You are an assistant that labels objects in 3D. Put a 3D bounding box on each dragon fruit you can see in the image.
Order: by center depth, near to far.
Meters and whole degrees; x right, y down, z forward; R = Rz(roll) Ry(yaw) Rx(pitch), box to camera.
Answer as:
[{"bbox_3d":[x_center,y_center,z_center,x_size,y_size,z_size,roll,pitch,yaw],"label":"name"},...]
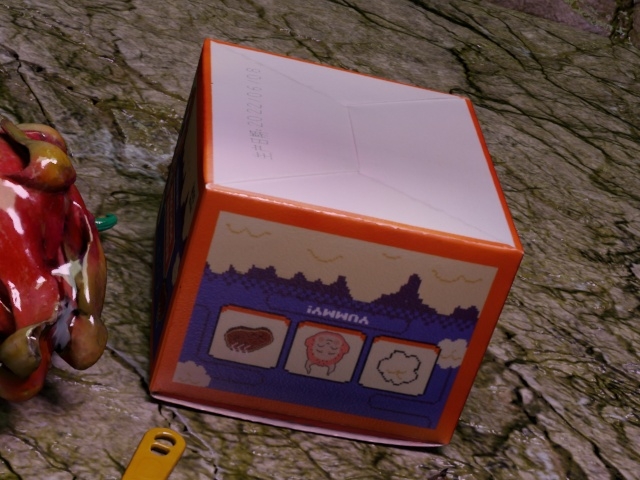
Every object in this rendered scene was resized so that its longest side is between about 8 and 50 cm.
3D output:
[{"bbox_3d":[-0.311,0.019,1.479,0.227,0.243,0.307,22,57,-44],"label":"dragon fruit"}]

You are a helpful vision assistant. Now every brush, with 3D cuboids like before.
[{"bbox_3d":[-0.169,0.235,1.355,0.103,0.013,0.272,20,27,4],"label":"brush"}]

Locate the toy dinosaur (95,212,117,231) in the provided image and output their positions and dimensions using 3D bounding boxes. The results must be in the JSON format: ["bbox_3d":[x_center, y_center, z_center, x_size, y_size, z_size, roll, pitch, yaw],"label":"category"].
[{"bbox_3d":[-0.286,-0.018,1.710,0.132,0.059,0.096,-4,28,-21],"label":"toy dinosaur"}]

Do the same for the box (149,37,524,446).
[{"bbox_3d":[0.000,0.000,1.625,0.318,0.257,0.349,10,29,-12],"label":"box"}]

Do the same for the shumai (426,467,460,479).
[{"bbox_3d":[0.095,0.323,1.234,0.185,0.184,0.218,53,15,-6],"label":"shumai"}]
